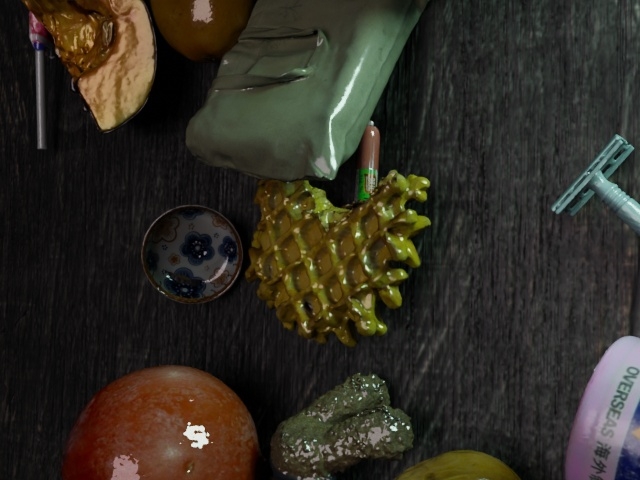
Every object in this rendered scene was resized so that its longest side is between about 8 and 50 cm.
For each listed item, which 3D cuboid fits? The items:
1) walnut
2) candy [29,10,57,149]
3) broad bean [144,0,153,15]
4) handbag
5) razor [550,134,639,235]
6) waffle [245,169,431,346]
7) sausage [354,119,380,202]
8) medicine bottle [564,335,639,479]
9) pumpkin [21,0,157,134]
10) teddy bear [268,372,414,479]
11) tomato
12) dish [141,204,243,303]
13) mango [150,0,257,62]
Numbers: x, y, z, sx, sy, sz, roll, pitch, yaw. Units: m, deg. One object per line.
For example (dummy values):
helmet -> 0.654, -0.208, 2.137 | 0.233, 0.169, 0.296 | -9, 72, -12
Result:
walnut -> 0.139, 0.323, 1.045 | 0.207, 0.167, 0.167 | -32, 70, 18
candy -> -0.453, -0.331, 1.525 | 0.124, 0.124, 0.366 | 0, 93, 33
broad bean -> -0.264, -0.421, 1.438 | 0.061, 0.046, 0.196 | -23, 74, 31
handbag -> -0.020, -0.204, 1.187 | 0.253, 0.109, 0.316 | 8, 63, 36
razor -> 0.365, 0.000, 0.996 | 0.232, 0.068, 0.106 | 46, 110, 22
waffle -> 0.000, 0.000, 1.193 | 0.293, 0.069, 0.260 | 26, 102, 45
sausage -> 0.058, -0.045, 1.210 | 0.029, 0.029, 0.223 | 2, 87, 33
medicine bottle -> 0.397, 0.215, 0.883 | 0.290, 0.178, 0.178 | 19, 96, 33
pumpkin -> -0.318, -0.314, 1.415 | 0.169, 0.148, 0.312 | -37, 82, 11
teddy bear -> -0.004, 0.269, 1.165 | 0.251, 0.129, 0.182 | -60, 24, 19
tomato -> -0.210, 0.292, 1.219 | 0.264, 0.265, 0.265 | -3, 84, 32
dish -> -0.181, 0.013, 1.337 | 0.141, 0.078, 0.141 | -1, 101, -6
mango -> -0.172, -0.346, 1.333 | 0.151, 0.120, 0.221 | -46, 57, 19
